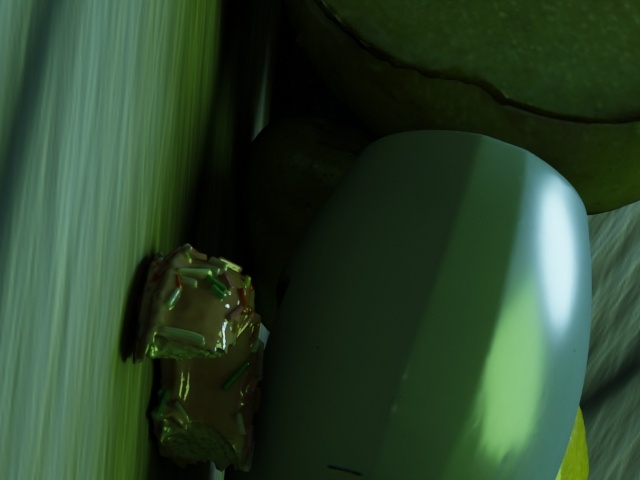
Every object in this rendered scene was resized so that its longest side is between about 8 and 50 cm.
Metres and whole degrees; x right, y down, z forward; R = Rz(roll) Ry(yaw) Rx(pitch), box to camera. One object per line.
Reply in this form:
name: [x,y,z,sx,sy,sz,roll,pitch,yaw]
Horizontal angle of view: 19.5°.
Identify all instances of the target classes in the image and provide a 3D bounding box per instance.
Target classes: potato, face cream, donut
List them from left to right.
donut: [-0.071,0.062,1.132,0.166,0.065,0.117,85,10,-58]
potato: [0.000,0.000,1.476,0.157,0.157,0.194,-77,180,-60]
face cream: [0.055,0.121,1.263,0.312,0.219,0.357,116,-7,-74]
potato: [0.148,-0.210,1.488,0.319,0.385,0.442,88,-15,-65]

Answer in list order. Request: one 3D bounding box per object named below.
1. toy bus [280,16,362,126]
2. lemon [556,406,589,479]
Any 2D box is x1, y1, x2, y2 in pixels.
toy bus: [0.034,-0.123,1.686,0.167,0.138,0.275,72,20,-68]
lemon: [0.084,0.200,1.577,0.297,0.297,0.297,2,90,-84]
